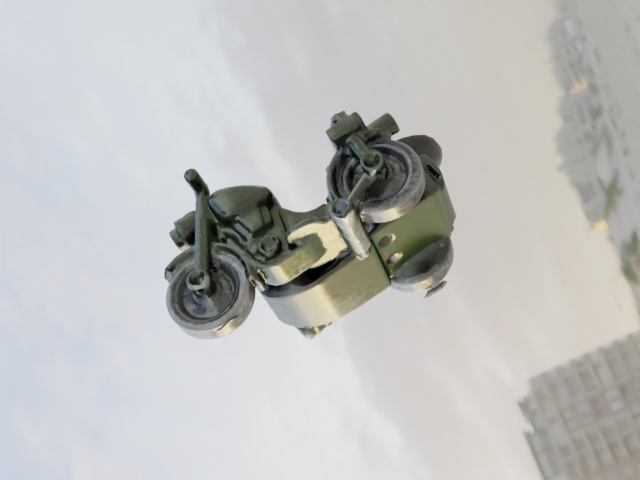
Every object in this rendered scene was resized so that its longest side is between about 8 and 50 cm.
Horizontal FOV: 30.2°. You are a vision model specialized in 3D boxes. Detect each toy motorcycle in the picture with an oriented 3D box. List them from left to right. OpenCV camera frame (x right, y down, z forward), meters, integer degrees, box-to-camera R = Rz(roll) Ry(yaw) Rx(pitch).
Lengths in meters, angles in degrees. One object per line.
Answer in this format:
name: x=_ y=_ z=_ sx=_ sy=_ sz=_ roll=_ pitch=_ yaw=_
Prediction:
toy motorcycle: x=0.000 y=0.000 z=1.029 sx=0.127 sy=0.275 sz=0.205 roll=57 pitch=178 yaw=32
